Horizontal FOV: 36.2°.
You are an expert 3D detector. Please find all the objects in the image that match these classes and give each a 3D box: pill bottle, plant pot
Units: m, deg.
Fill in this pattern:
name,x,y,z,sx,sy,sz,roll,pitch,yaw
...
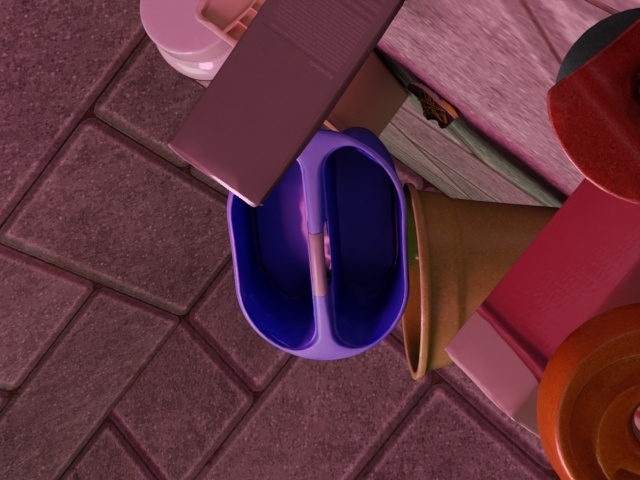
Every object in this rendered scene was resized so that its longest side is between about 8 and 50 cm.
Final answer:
name,x,y,z,sx,sy,sz,roll,pitch,yaw
pill bottle,-0.179,-0.374,1.760,0.204,0.204,0.361,39,-176,11
plant pot,0.249,0.052,1.375,0.254,0.276,0.276,-2,-173,-2

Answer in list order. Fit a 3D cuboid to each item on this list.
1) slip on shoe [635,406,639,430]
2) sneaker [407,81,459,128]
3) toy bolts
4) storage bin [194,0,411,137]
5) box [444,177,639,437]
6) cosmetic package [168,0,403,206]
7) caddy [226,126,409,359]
name,x,y,z,sx,sy,sz,roll,pitch,yaw
slip on shoe,0.338,0.133,0.608,0.331,0.101,0.123,13,175,-4
sneaker,0.148,-0.185,1.338,0.083,0.035,0.031,39,-177,16
toy bolts,0.179,0.002,0.482,0.228,0.218,0.158,56,-169,2
storage bin,-0.023,-0.276,1.462,0.260,0.123,0.262,39,-175,23
box,0.245,0.062,0.807,0.148,0.232,0.127,36,-175,-26
cosmetic package,-0.026,-0.153,0.880,0.107,0.238,0.127,38,-177,-3
caddy,0.000,0.000,1.358,0.241,0.341,0.179,-3,-157,4
